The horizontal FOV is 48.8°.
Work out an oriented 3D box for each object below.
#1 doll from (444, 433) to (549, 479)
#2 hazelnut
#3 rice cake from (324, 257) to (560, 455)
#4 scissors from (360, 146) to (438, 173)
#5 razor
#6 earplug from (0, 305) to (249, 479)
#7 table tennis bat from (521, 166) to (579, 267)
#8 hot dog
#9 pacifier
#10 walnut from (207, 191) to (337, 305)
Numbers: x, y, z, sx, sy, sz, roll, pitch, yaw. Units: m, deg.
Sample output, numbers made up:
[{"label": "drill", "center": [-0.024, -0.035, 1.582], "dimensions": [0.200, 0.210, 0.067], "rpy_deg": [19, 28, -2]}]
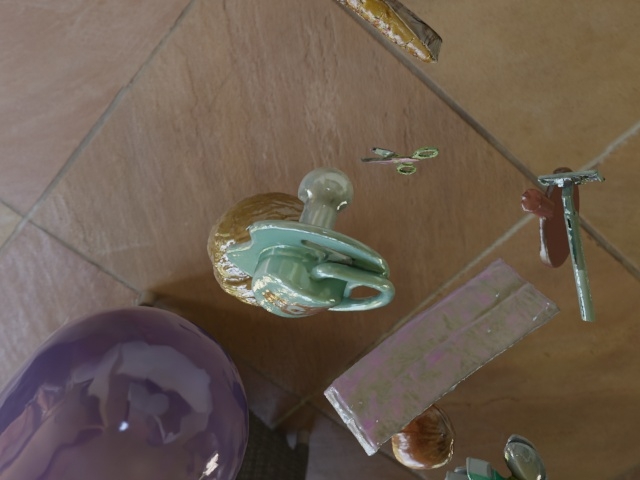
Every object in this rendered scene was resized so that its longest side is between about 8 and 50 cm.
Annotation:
[{"label": "doll", "center": [0.337, 0.475, 1.312], "dimensions": [0.195, 0.153, 0.258], "rpy_deg": [-22, 117, 17]}, {"label": "hazelnut", "center": [0.229, 0.432, 1.567], "dimensions": [0.151, 0.150, 0.150], "rpy_deg": [1, 121, 2]}, {"label": "rice cake", "center": [0.150, 0.140, 0.896], "dimensions": [0.298, 0.050, 0.106], "rpy_deg": [-37, 75, 0]}, {"label": "scissors", "center": [0.189, -0.202, 1.736], "dimensions": [0.187, 0.019, 0.133], "rpy_deg": [2, 155, -30]}, {"label": "razor", "center": [0.352, 0.011, 0.966], "dimensions": [0.084, 0.036, 0.211], "rpy_deg": [-3, 99, 43]}, {"label": "earplug", "center": [-0.228, 0.239, 0.522], "dimensions": [0.215, 0.215, 0.456], "rpy_deg": [36, 98, -18]}, {"label": "table tennis bat", "center": [0.605, -0.066, 1.825], "dimensions": [0.051, 0.415, 0.267], "rpy_deg": [9, 88, 34]}, {"label": "hot dog", "center": [0.132, -0.428, 1.360], "dimensions": [0.253, 0.131, 0.069], "rpy_deg": [36, 99, -7]}, {"label": "pacifier", "center": [0.000, 0.000, 1.220], "dimensions": [0.288, 0.269, 0.343], "rpy_deg": [24, 160, -18]}, {"label": "walnut", "center": [-0.127, 0.027, 1.797], "dimensions": [0.333, 0.332, 0.332], "rpy_deg": [1, 121, 2]}]
